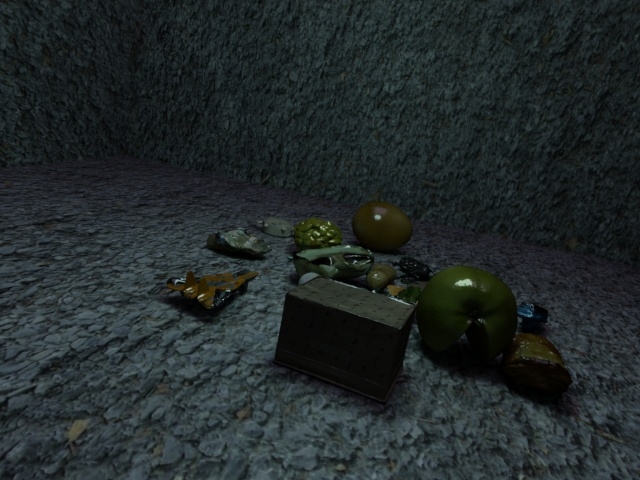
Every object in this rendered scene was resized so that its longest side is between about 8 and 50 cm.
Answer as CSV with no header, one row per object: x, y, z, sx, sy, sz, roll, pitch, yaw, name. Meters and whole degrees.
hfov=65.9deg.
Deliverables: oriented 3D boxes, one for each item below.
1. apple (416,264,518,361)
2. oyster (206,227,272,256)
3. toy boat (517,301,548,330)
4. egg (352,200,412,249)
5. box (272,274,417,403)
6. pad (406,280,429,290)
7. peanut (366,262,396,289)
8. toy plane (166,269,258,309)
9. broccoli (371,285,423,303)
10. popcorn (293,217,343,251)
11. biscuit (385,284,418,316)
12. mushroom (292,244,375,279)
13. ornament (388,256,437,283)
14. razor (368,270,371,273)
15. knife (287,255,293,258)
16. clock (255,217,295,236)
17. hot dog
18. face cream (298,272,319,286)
0.425,0.216,1.438,0.292,0.291,0.254,13,-6,4,apple
-0.322,0.017,2.004,0.214,0.083,0.223,-7,28,-43,oyster
0.777,0.284,1.808,0.100,0.097,0.223,19,-1,39,toy boat
0.317,-0.071,2.521,0.323,0.250,0.250,12,13,-21,egg
0.070,0.230,1.245,0.297,0.190,0.225,16,13,18,box
0.497,0.220,2.019,0.266,0.002,0.176,22,17,37,pad
0.237,0.144,1.951,0.100,0.099,0.214,17,21,22,peanut
-0.294,0.141,1.510,0.204,0.102,0.316,21,10,27,toy plane
0.252,0.200,1.565,0.165,0.145,0.304,14,16,28,broccoli
-0.006,-0.004,2.131,0.235,0.181,0.217,18,4,-33,popcorn
0.331,0.223,1.812,0.160,0.030,0.249,11,14,-2,biscuit
0.047,0.101,1.857,0.248,0.129,0.344,20,20,39,mushroom
0.363,0.121,2.145,0.236,0.080,0.202,-1,19,-40,ornament
0.166,0.114,2.106,0.191,0.037,0.068,16,-28,31,razor
-0.097,0.076,2.097,0.096,0.010,0.027,5,15,-34,knife
-0.213,-0.062,2.456,0.229,0.063,0.155,10,16,6,clock
0.597,0.347,1.375,0.175,0.114,0.259,11,8,17,hot dog
-0.010,0.191,1.541,0.092,0.092,0.311,9,15,-11,face cream
